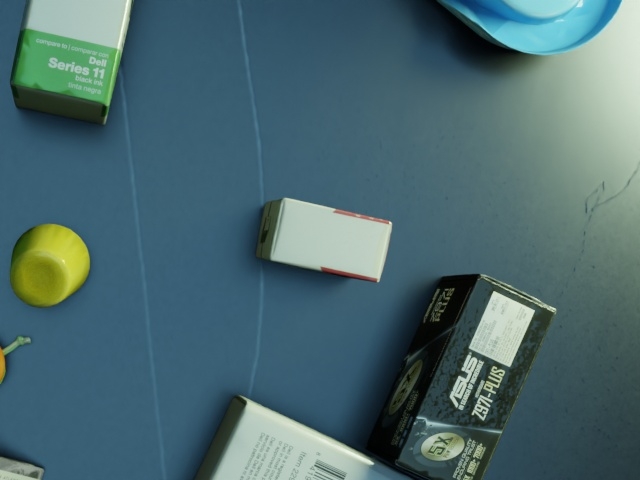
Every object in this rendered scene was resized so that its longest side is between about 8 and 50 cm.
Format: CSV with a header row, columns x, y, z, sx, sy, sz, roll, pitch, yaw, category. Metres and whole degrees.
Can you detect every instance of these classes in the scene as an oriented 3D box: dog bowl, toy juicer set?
x,y,z,sx,sy,sz,roll,pitch,yaw,category
0.145,-0.290,1.410,0.297,0.074,0.166,38,83,-4,dog bowl
-0.385,0.010,1.321,0.329,0.089,0.209,33,101,-9,toy juicer set

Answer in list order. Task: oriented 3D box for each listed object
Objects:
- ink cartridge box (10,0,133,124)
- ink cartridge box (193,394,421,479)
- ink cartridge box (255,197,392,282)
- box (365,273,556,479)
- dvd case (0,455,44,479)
x,y,z,sx,sy,sz,roll,pitch,yaw,category
-0.205,-0.216,1.315,0.087,0.153,0.208,12,87,-8,ink cartridge box
0.014,0.293,1.338,0.289,0.121,0.211,27,84,-6,ink cartridge box
0.000,0.000,1.344,0.099,0.135,0.056,12,89,-7,ink cartridge box
0.121,0.125,1.350,0.077,0.147,0.180,25,85,-6,box
-0.334,0.281,1.284,0.018,0.164,0.221,17,83,37,dvd case
